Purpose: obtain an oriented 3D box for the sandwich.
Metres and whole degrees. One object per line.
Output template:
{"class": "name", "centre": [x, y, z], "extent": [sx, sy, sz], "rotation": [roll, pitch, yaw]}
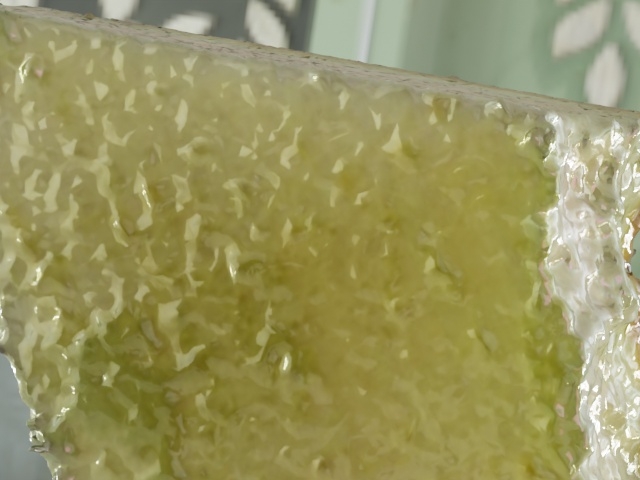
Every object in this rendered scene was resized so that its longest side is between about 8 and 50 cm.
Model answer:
{"class": "sandwich", "centre": [0.000, 0.000, 0.468], "extent": [0.162, 0.193, 0.058], "rotation": [-26, 175, 16]}
